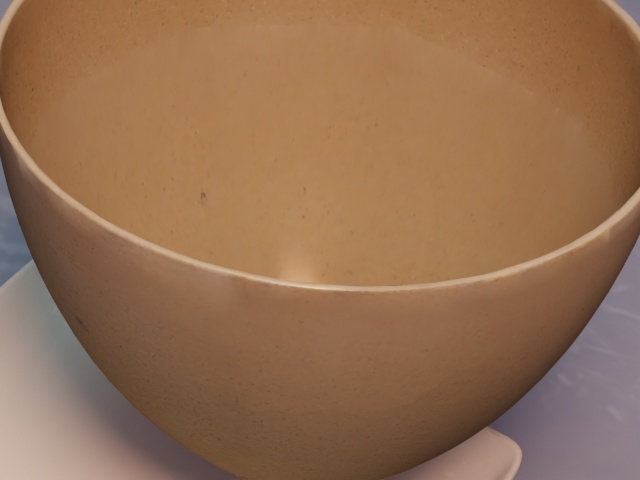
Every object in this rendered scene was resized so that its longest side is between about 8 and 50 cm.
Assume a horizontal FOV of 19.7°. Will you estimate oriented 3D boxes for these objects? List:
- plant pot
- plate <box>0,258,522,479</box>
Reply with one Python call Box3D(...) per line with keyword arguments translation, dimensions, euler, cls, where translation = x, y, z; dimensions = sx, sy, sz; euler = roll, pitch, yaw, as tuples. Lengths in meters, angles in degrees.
Box3D(translation=(0.000, 0.000, 0.823), dimensions=(0.284, 0.191, 0.284), euler=(3, 39, -2), cls="plant pot")
Box3D(translation=(-0.088, 0.133, 0.837), dimensions=(0.278, 0.045, 0.277), euler=(23, 43, 20), cls="plate")
